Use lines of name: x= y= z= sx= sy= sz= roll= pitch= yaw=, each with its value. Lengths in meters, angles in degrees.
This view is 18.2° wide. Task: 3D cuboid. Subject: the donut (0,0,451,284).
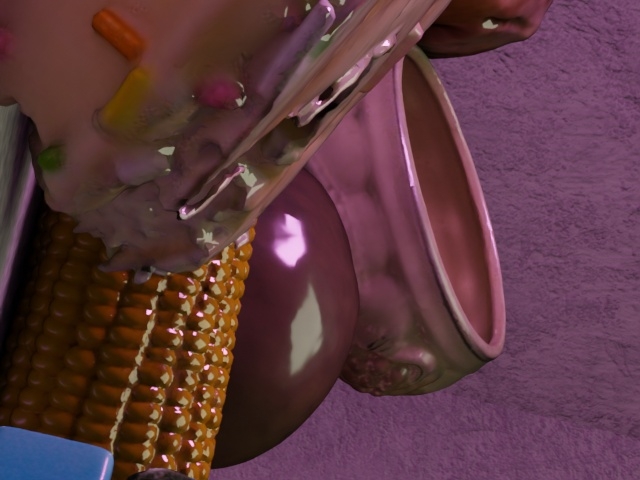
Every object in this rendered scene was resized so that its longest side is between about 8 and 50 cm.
donut: x=-0.030 y=-0.128 z=0.950 sx=0.307 sy=0.150 sz=0.371 roll=-47 pitch=177 yaw=-5

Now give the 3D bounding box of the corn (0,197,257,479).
corn: x=-0.114 y=0.034 z=1.198 sx=0.144 sy=0.144 sz=0.387 roll=113 pitch=-12 yaw=-83

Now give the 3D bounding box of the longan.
longan: x=-0.081 y=0.042 z=1.411 sx=0.248 sy=0.248 sz=0.248 roll=-166 pitch=-90 yaw=-89

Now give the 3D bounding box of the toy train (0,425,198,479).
toy train: x=-0.132 y=0.195 z=1.025 sx=0.112 sy=0.163 sz=0.203 roll=-81 pitch=-174 yaw=-54

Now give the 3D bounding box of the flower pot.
flower pot: x=0.000 y=0.000 z=1.649 sx=0.307 sy=0.244 sz=0.307 roll=-17 pitch=90 yaw=-75

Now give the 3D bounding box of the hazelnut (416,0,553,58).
hazelnut: x=0.056 y=-0.314 z=1.678 sx=0.315 sy=0.372 sz=0.372 roll=-41 pitch=-175 yaw=5
